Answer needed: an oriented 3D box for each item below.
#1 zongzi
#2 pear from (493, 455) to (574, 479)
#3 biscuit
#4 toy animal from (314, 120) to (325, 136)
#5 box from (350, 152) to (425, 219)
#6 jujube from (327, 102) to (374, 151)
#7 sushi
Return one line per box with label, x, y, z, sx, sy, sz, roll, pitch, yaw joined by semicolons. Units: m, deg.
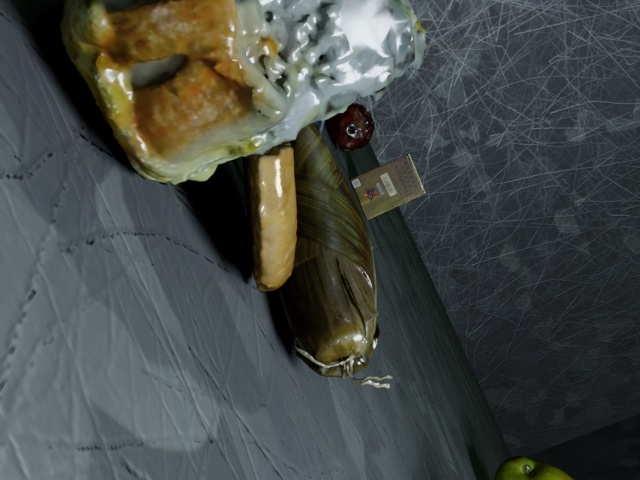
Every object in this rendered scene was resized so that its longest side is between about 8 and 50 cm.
zongzi;0.000;0.000;0.689;0.187;0.084;0.184;-99;179;-65
pear;0.416;0.514;1.641;0.187;0.187;0.220;-19;92;-82
biscuit;-0.039;-0.037;0.637;0.224;0.033;0.145;-109;-164;-68
toy animal;-0.010;-0.249;1.158;0.255;0.239;0.176;26;22;28
box;0.138;-0.111;1.765;0.023;0.133;0.090;-52;117;-84
jujube;0.061;-0.238;1.768;0.166;0.104;0.104;-102;167;-72
sushi;-0.046;-0.137;0.519;0.274;0.184;0.139;-101;167;-63
